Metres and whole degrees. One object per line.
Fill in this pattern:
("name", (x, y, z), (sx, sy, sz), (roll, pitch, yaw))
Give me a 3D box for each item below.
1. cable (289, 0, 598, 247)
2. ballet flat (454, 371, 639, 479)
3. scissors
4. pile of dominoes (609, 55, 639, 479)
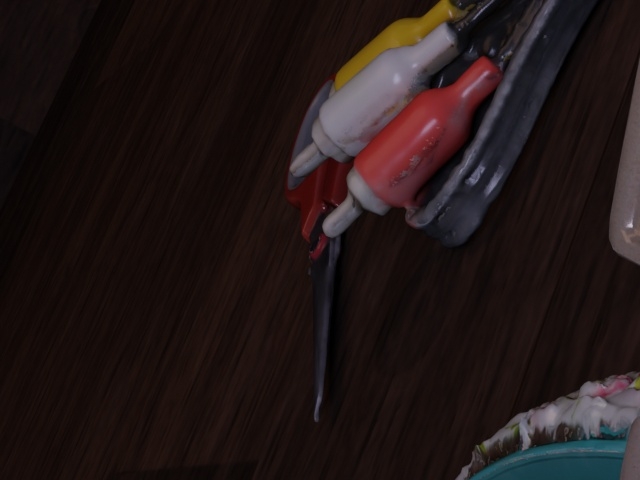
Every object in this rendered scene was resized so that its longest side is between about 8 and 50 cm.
("cable", (0.088, -0.110, 0.755), (0.287, 0.072, 0.139), (-52, 26, 26))
("ballet flat", (0.127, 0.058, 0.422), (0.077, 0.091, 0.241), (-37, 9, -31))
("scissors", (0.000, 0.000, 0.928), (0.109, 0.021, 0.297), (-40, 28, 43))
("pile of dominoes", (0.146, 0.001, 0.269), (0.251, 0.040, 0.196), (30, 116, 54))
